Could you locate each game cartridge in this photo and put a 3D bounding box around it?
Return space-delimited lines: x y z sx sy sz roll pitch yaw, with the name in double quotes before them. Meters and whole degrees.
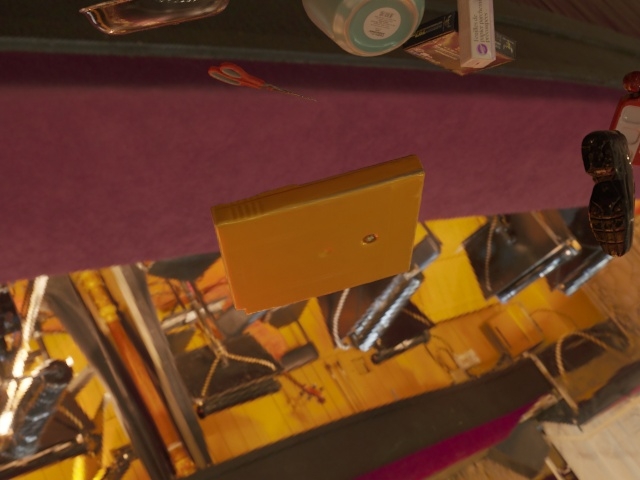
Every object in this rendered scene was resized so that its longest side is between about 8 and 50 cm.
"game cartridge" 0.000 0.000 1.156 0.323 0.053 0.285 -14 147 -8

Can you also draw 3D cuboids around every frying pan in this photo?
"frying pan" -0.202 -0.313 0.951 0.197 0.053 0.326 -11 -163 0

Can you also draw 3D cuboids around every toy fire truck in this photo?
"toy fire truck" 0.802 -0.288 1.622 0.169 0.254 0.302 -70 167 -51

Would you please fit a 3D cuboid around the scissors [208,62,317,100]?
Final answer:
"scissors" -0.157 -0.420 1.934 0.297 0.021 0.109 15 167 -28

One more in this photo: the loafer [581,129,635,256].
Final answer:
"loafer" 0.394 -0.064 0.944 0.061 0.170 0.062 -13 -170 -31

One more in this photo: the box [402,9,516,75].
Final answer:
"box" 0.357 -0.501 1.833 0.232 0.059 0.183 11 170 -36

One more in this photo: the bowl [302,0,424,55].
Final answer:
"bowl" 0.122 -0.561 1.685 0.311 0.163 0.311 -11 146 -7

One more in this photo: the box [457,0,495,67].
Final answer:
"box" 0.363 -0.574 1.681 0.063 0.324 0.067 -1 175 -14
